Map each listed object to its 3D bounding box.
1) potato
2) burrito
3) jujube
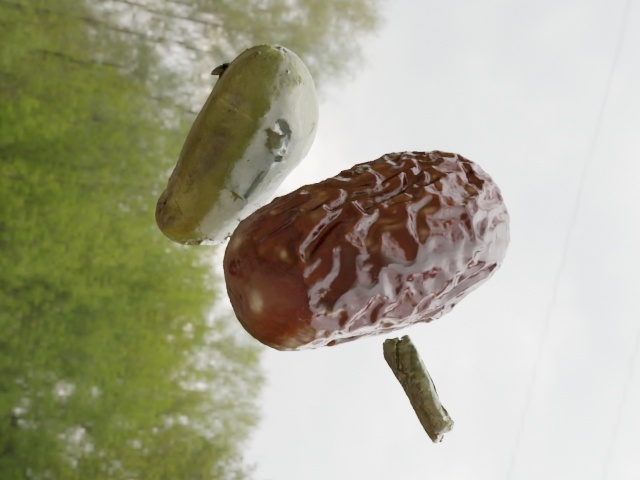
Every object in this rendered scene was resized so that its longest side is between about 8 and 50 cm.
[{"bbox_3d":[-0.067,-0.072,0.937,0.188,0.105,0.085,-53,-143,11],"label":"potato"},{"bbox_3d":[0.145,0.216,1.672,0.051,0.042,0.171,-41,-116,38],"label":"burrito"},{"bbox_3d":[0.028,0.009,0.669,0.109,0.176,0.112,46,-37,38],"label":"jujube"}]
